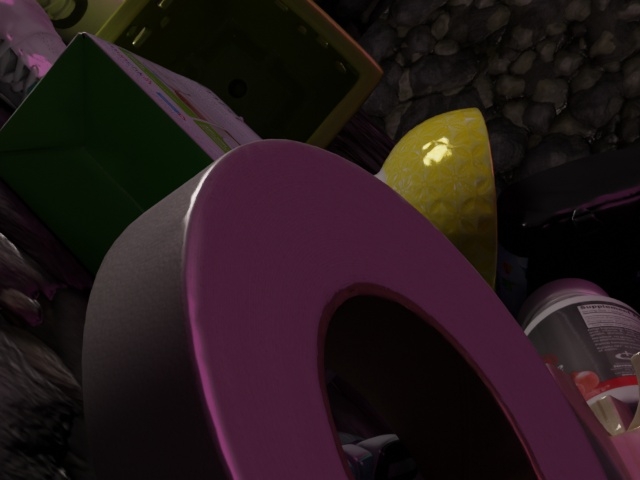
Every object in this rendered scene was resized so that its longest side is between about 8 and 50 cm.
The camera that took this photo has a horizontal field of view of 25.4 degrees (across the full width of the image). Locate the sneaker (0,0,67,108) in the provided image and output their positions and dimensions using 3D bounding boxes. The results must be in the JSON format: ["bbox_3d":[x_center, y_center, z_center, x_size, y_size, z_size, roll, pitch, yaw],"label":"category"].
[{"bbox_3d":[-0.237,-0.135,1.177,0.212,0.080,0.094,35,23,-46],"label":"sneaker"}]

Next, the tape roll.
[{"bbox_3d":[0.042,0.128,0.723,0.392,0.072,0.392,42,29,-29],"label":"tape roll"}]

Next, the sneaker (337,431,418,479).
[{"bbox_3d":[-0.034,0.146,0.793,0.098,0.083,0.223,7,0,31],"label":"sneaker"}]

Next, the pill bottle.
[{"bbox_3d":[0.328,0.174,1.676,0.176,0.176,0.318,39,17,-21],"label":"pill bottle"}]

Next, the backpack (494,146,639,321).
[{"bbox_3d":[0.352,0.065,1.942,0.273,0.290,0.356,38,-37,59],"label":"backpack"}]

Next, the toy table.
[{"bbox_3d":[0.268,0.202,1.278,0.161,0.252,0.274,65,6,25],"label":"toy table"}]

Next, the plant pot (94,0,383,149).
[{"bbox_3d":[-0.089,-0.145,1.382,0.227,0.228,0.207,42,3,1],"label":"plant pot"}]

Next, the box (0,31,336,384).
[{"bbox_3d":[-0.082,-0.013,1.074,0.262,0.127,0.231,44,9,14],"label":"box"}]

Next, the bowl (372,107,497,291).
[{"bbox_3d":[0.133,-0.031,1.876,0.156,0.290,0.289,-1,15,-3],"label":"bowl"}]

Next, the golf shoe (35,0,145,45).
[{"bbox_3d":[-0.297,-0.263,1.489,0.273,0.105,0.120,34,27,-15],"label":"golf shoe"}]
